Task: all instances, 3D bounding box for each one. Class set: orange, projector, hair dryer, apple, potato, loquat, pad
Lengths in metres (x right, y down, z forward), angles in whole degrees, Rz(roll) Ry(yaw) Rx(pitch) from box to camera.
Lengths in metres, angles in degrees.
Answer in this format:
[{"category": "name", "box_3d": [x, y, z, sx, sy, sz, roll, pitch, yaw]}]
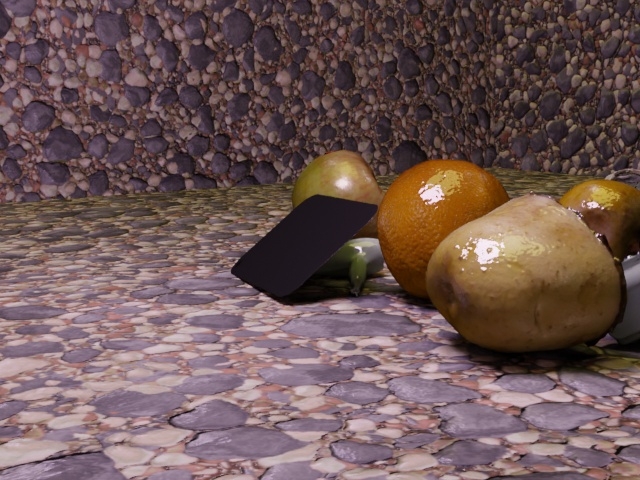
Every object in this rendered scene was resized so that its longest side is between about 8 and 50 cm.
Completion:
[{"category": "orange", "box_3d": [0.222, -0.014, 1.700, 0.264, 0.264, 0.264, 0, 9, 0]}, {"category": "projector", "box_3d": [0.531, 0.051, 1.449, 0.198, 0.108, 0.250, -30, -8, 30]}, {"category": "hair dryer", "box_3d": [0.030, 0.064, 1.840, 0.206, 0.075, 0.237, -8, 18, -5]}, {"category": "apple", "box_3d": [0.051, -0.076, 2.122, 0.194, 0.261, 0.261, -33, 6, 7]}, {"category": "potato", "box_3d": [0.263, 0.059, 1.370, 0.242, 0.242, 0.285, -6, 30, -32]}, {"category": "loquat", "box_3d": [0.511, -0.008, 1.749, 0.213, 0.213, 0.213, 0, 9, 0]}, {"category": "pad", "box_3d": [0.000, -0.001, 1.855, 0.315, 0.063, 0.375, -44, 19, -10]}]

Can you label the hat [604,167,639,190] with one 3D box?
[{"category": "hat", "box_3d": [0.774, -0.055, 2.313, 0.232, 0.161, 0.275, -14, 36, -15]}]
